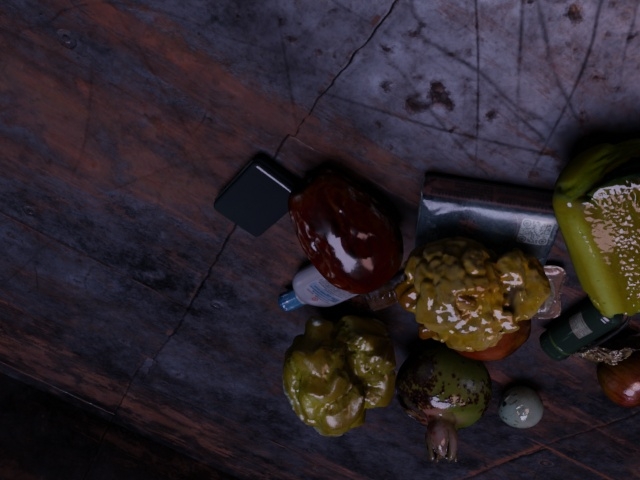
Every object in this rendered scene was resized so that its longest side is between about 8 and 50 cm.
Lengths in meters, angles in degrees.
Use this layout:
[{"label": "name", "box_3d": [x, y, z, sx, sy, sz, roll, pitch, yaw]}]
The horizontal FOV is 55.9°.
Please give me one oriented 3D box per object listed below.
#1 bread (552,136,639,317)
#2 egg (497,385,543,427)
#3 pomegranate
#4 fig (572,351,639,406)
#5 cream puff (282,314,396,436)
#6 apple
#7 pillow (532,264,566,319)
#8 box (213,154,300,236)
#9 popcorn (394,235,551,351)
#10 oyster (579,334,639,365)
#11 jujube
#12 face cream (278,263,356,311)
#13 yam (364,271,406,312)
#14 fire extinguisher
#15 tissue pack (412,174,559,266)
[{"label": "bread", "box_3d": [0.627, -0.036, 1.232, 0.251, 0.208, 0.377, -16, 128, 27]}, {"label": "egg", "box_3d": [0.616, 0.521, 1.882, 0.131, 0.131, 0.164, 30, 144, -13]}, {"label": "pomegranate", "box_3d": [0.353, 0.480, 1.770, 0.284, 0.341, 0.285, 9, 141, 7]}, {"label": "fig", "box_3d": [0.829, 0.372, 1.653, 0.202, 0.148, 0.150, 15, 122, 67]}, {"label": "cream puff", "box_3d": [0.080, 0.371, 1.741, 0.275, 0.378, 0.378, -12, 130, 38]}, {"label": "apple", "box_3d": [0.424, 0.193, 1.538, 0.229, 0.230, 0.230, 10, 137, 9]}, {"label": "pillow", "box_3d": [0.561, 0.134, 1.565, 0.135, 0.034, 0.211, 0, 136, 18]}, {"label": "box", "box_3d": [-0.159, -0.110, 1.543, 0.160, 0.050, 0.230, 35, 135, -19]}, {"label": "popcorn", "box_3d": [0.333, 0.122, 1.331, 0.331, 0.225, 0.265, -7, 115, 7]}, {"label": "oyster", "box_3d": [0.776, 0.291, 1.603, 0.177, 0.105, 0.056, -15, 100, 31]}, {"label": "jujube", "box_3d": [0.062, -0.021, 1.448, 0.223, 0.223, 0.318, -25, 113, 37]}, {"label": "face cream", "box_3d": [0.010, 0.125, 1.706, 0.163, 0.080, 0.336, 36, 135, -28]}, {"label": "yam", "box_3d": [0.191, 0.143, 1.669, 0.141, 0.079, 0.079, -25, 123, 36]}, {"label": "fire extinguisher", "box_3d": [0.698, 0.208, 1.553, 0.118, 0.093, 0.294, 57, 140, 20]}, {"label": "tissue pack", "box_3d": [0.380, -0.025, 1.409, 0.315, 0.103, 0.228, 9, 135, 8]}]
